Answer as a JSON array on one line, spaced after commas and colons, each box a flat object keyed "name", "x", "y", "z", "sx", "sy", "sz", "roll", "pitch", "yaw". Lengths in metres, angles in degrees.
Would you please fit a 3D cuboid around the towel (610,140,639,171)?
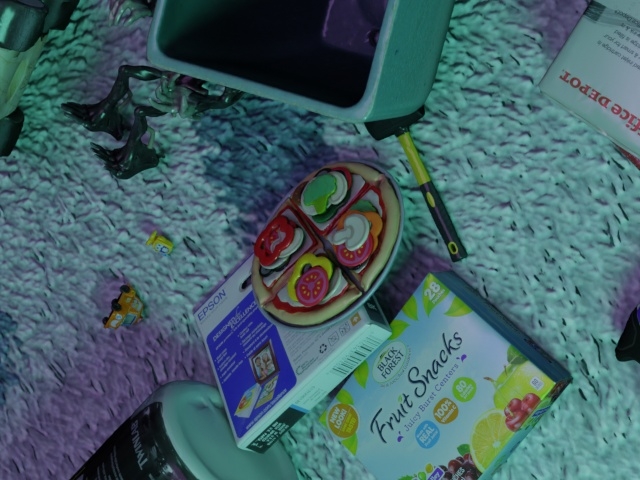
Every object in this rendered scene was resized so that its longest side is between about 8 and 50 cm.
[{"name": "towel", "x": 0.441, "y": -0.148, "z": 1.275, "sx": 0.329, "sy": 0.037, "sz": 0.237, "roll": -46, "pitch": 71, "yaw": 20}]

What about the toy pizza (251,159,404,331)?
[{"name": "toy pizza", "x": 0.000, "y": 0.000, "z": 1.449, "sx": 0.201, "sy": 0.032, "sz": 0.201, "roll": -23, "pitch": 50, "yaw": 31}]

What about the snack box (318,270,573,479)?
[{"name": "snack box", "x": 0.125, "y": 0.163, "z": 1.421, "sx": 0.174, "sy": 0.070, "sz": 0.207, "roll": 43, "pitch": 108, "yaw": 20}]

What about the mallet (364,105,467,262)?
[{"name": "mallet", "x": 0.099, "y": -0.063, "z": 1.451, "sx": 0.062, "sy": 0.039, "sz": 0.189, "roll": -19, "pitch": 87, "yaw": 24}]

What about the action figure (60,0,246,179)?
[{"name": "action figure", "x": -0.162, "y": -0.191, "z": 1.520, "sx": 0.276, "sy": 0.141, "sz": 0.164, "roll": -42, "pitch": 62, "yaw": 23}]

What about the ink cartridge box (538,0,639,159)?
[{"name": "ink cartridge box", "x": 0.323, "y": -0.185, "z": 1.273, "sx": 0.153, "sy": 0.087, "sz": 0.208, "roll": 39, "pitch": 108, "yaw": 24}]

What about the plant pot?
[{"name": "plant pot", "x": 0.019, "y": -0.255, "z": 1.363, "sx": 0.247, "sy": 0.252, "sz": 0.247, "roll": 18, "pitch": 99, "yaw": 24}]

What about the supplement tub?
[{"name": "supplement tub", "x": -0.198, "y": 0.329, "z": 1.511, "sx": 0.338, "sy": 0.207, "sz": 0.207, "roll": -46, "pitch": 72, "yaw": 21}]

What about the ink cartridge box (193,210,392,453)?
[{"name": "ink cartridge box", "x": -0.037, "y": 0.089, "z": 1.494, "sx": 0.206, "sy": 0.045, "sz": 0.208, "roll": -45, "pitch": 43, "yaw": 20}]

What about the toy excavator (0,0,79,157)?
[{"name": "toy excavator", "x": -0.527, "y": -0.290, "z": 1.633, "sx": 0.445, "sy": 0.433, "sz": 0.222, "roll": 26, "pitch": 104, "yaw": -5}]

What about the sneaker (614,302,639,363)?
[{"name": "sneaker", "x": 0.389, "y": 0.169, "z": 1.281, "sx": 0.146, "sy": 0.102, "sz": 0.293, "roll": -49, "pitch": 66, "yaw": 24}]

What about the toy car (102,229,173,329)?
[{"name": "toy car", "x": -0.206, "y": 0.053, "z": 1.595, "sx": 0.041, "sy": 0.060, "sz": 0.122, "roll": 30, "pitch": 114, "yaw": -10}]
